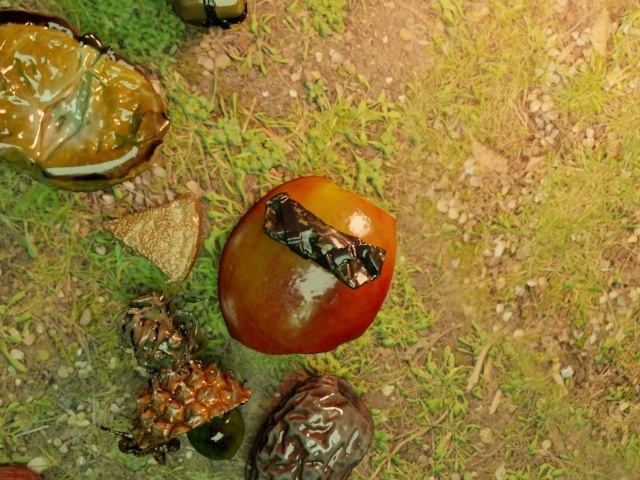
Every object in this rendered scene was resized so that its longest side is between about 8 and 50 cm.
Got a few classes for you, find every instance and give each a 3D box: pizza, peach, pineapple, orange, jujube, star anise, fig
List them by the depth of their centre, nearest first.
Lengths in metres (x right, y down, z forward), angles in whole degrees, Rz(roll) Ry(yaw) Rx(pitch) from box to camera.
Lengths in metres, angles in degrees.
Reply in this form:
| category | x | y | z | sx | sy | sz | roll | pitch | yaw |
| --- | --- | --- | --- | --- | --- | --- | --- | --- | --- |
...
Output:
| category | x | y | z | sx | sy | sz | roll | pitch | yaw |
| --- | --- | --- | --- | --- | --- | --- | --- | --- | --- |
| orange | -0.470 | -0.228 | 1.235 | 0.368 | 0.210 | 0.271 | 30 | 70 | -17 |
| pineapple | -0.293 | 0.226 | 1.323 | 0.262 | 0.262 | 0.272 | -21 | 87 | -7 |
| peach | -0.038 | 0.062 | 1.373 | 0.306 | 0.242 | 0.381 | 24 | 95 | -20 |
| pizza | -0.341 | -0.013 | 1.389 | 0.198 | 0.062 | 0.188 | 13 | 86 | -8 |
| star anise | -0.380 | 0.418 | 1.452 | 0.190 | 0.070 | 0.097 | 26 | 105 | -27 |
| jujube | -0.028 | 0.444 | 1.468 | 0.226 | 0.226 | 0.317 | 35 | 98 | -16 |
| fig | -0.218 | 0.416 | 1.482 | 0.123 | 0.123 | 0.156 | -26 | 142 | -6 |

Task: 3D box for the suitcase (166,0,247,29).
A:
| category | x | y | z | sx | sy | sz | roll | pitch | yaw |
| --- | --- | --- | --- | --- | --- | --- | --- | --- | --- |
| suitcase | -0.212 | -0.504 | 1.251 | 0.143 | 0.194 | 0.235 | -6 | 102 | -2 |

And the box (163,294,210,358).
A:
| category | x | y | z | sx | sy | sz | roll | pitch | yaw |
| --- | --- | --- | --- | --- | --- | --- | --- | --- | --- |
| box | -0.311 | 0.192 | 1.432 | 0.089 | 0.022 | 0.156 | -47 | 112 | -20 |

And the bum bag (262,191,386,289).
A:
| category | x | y | z | sx | sy | sz | roll | pitch | yaw |
| --- | --- | --- | --- | --- | --- | --- | --- | --- | --- |
| bum bag | -0.001 | 0.001 | 1.230 | 0.247 | 0.069 | 0.102 | 30 | 67 | 12 |

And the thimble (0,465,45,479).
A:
| category | x | y | z | sx | sy | sz | roll | pitch | yaw |
| --- | --- | --- | --- | --- | --- | --- | --- | --- | --- |
| thimble | -0.650 | 0.587 | 1.384 | 0.239 | 0.162 | 0.240 | -2 | 102 | -12 |
